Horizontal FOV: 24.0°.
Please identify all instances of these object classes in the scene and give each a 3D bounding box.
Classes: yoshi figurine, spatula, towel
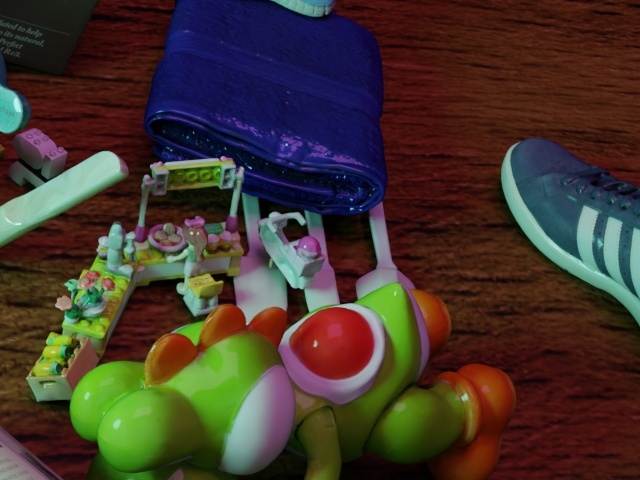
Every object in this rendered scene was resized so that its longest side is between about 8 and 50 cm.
[{"bbox_3d":[-0.037,0.145,1.107,0.362,0.203,0.203,-2,83,-44],"label":"yoshi figurine"},{"bbox_3d":[0.000,0.000,1.368,0.168,0.019,0.242,3,41,-10],"label":"spatula"},{"bbox_3d":[-0.050,-0.141,1.455,0.227,0.076,0.308,18,33,-11],"label":"towel"}]

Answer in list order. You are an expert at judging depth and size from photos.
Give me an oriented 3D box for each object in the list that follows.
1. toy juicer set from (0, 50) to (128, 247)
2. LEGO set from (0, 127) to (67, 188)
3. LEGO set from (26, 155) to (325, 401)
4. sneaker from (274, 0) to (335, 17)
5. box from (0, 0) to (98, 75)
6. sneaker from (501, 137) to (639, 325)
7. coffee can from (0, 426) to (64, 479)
[{"bbox_3d":[-0.323,-0.099,1.206,0.329,0.209,0.089,49,26,15],"label":"toy juicer set"},{"bbox_3d":[-0.320,-0.116,1.307,0.227,0.093,0.087,37,42,20],"label":"LEGO set"},{"bbox_3d":[-0.133,0.014,1.216,0.287,0.107,0.132,-25,53,-37],"label":"LEGO set"},{"bbox_3d":[-0.053,-0.282,1.513,0.162,0.073,0.063,11,35,-20],"label":"sneaker"},{"bbox_3d":[-0.304,-0.299,1.444,0.168,0.167,0.203,13,39,-29],"label":"box"},{"bbox_3d":[0.314,-0.011,1.401,0.131,0.148,0.350,-20,53,-37],"label":"sneaker"},{"bbox_3d":[-0.257,0.188,0.903,0.275,0.201,0.201,36,42,19],"label":"coffee can"}]
